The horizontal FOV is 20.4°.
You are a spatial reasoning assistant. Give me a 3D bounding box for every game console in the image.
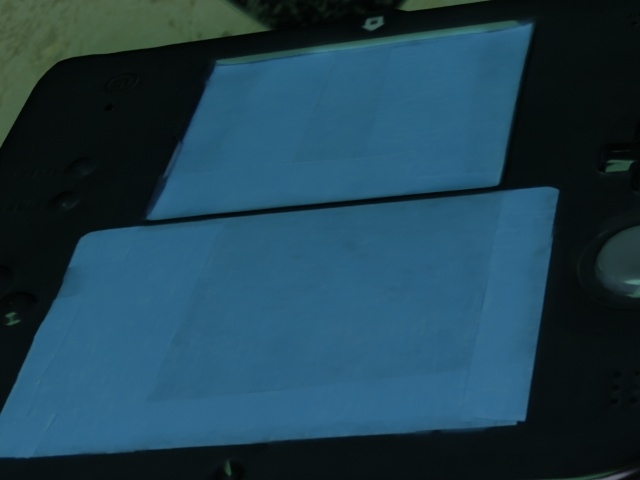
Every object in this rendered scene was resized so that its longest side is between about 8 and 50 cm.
[{"bbox_3d":[0.000,0.000,0.796,0.387,0.060,0.342,-5,43,19],"label":"game console"}]
